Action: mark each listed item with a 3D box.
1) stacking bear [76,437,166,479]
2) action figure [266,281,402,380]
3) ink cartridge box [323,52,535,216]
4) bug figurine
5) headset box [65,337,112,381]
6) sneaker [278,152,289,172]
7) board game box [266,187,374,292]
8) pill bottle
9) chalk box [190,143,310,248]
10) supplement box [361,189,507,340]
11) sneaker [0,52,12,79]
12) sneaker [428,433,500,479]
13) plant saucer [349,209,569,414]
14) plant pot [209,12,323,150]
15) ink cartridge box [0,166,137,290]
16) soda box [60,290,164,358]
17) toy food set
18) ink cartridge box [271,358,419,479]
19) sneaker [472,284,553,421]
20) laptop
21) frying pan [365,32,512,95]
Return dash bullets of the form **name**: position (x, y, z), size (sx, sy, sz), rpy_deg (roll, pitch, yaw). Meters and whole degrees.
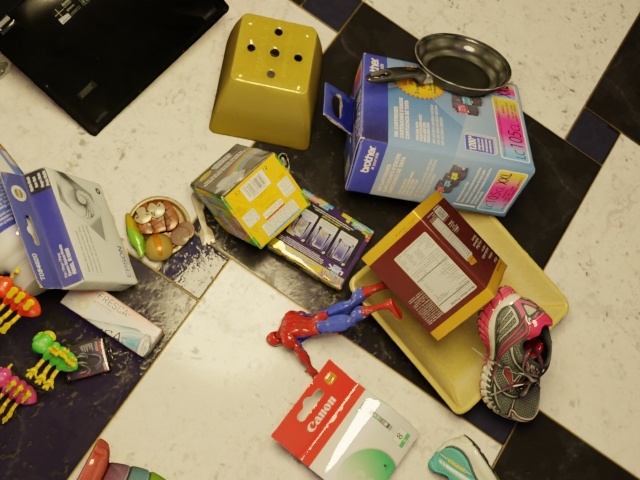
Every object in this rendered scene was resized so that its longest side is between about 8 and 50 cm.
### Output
- **stacking bear**: position (-0.281, 0.472, 1.098), size (0.289, 0.175, 0.164), rpy_deg (28, 72, -10)
- **action figure**: position (0.034, 0.171, 1.222), size (0.280, 0.139, 0.091), rpy_deg (-19, 38, 24)
- **ink cartridge box**: position (0.194, -0.215, 1.296), size (0.396, 0.151, 0.270), rpy_deg (8, 50, -6)
- **bug figurine**: position (-0.541, 0.187, 1.118), size (0.279, 0.072, 0.216), rpy_deg (-39, 105, 17)
- **headset box**: position (-0.424, 0.218, 1.194), size (0.083, 0.032, 0.062), rpy_deg (-14, 79, -11)
- **sneaker**: position (-0.077, -0.139, 1.335), size (0.032, 0.037, 0.083), rpy_deg (-6, 79, -13)
- **board game box**: position (0.000, 0.000, 1.309), size (0.170, 0.048, 0.141), rpy_deg (32, 76, -1)
- **pill bottle**: position (-0.565, -0.036, 1.170), size (0.152, 0.152, 0.272), rpy_deg (-37, 85, -16)
- **chalk box**: position (-0.146, -0.091, 1.245), size (0.132, 0.213, 0.132), rpy_deg (-43, 120, -14)
- **supplement box**: position (0.208, 0.038, 1.160), size (0.194, 0.191, 0.129), rpy_deg (48, 116, 4)
- **sneaker**: position (-0.727, -0.332, 1.258), size (0.232, 0.090, 0.115), rpy_deg (-32, 77, -24)
- **sneaker**: position (0.308, 0.502, 1.227), size (0.110, 0.107, 0.275), rpy_deg (-34, 79, 4)
- **plant saucer**: position (0.271, 0.115, 1.309), size (0.333, 0.081, 0.332), rpy_deg (-39, 86, -16)
- **plant pot**: position (-0.098, -0.327, 1.299), size (0.212, 0.187, 0.212), rpy_deg (11, 75, -7)
- **ink cartridge box**: position (-0.434, -0.018, 1.148), size (0.045, 0.224, 0.223), rpy_deg (-27, 78, 14)
- **soda box**: position (-0.382, 0.143, 1.205), size (0.183, 0.058, 0.063), rpy_deg (33, 74, 0)
- **toy food set**: position (-0.313, -0.026, 1.267), size (0.192, 0.038, 0.132), rpy_deg (-17, 80, -13)
- **ink cartridge box**: position (0.050, 0.357, 1.196), size (0.225, 0.056, 0.181), rpy_deg (44, 73, -18)
- **sneaker**: position (0.354, 0.226, 1.164), size (0.121, 0.112, 0.299), rpy_deg (-33, 127, -20)
- **laptop**: position (-0.474, -0.502, 1.280), size (0.382, 0.236, 0.408), rpy_deg (-44, 126, -2)
- **frying pan**: position (0.244, -0.313, 1.253), size (0.197, 0.053, 0.326), rpy_deg (33, 50, 16)
